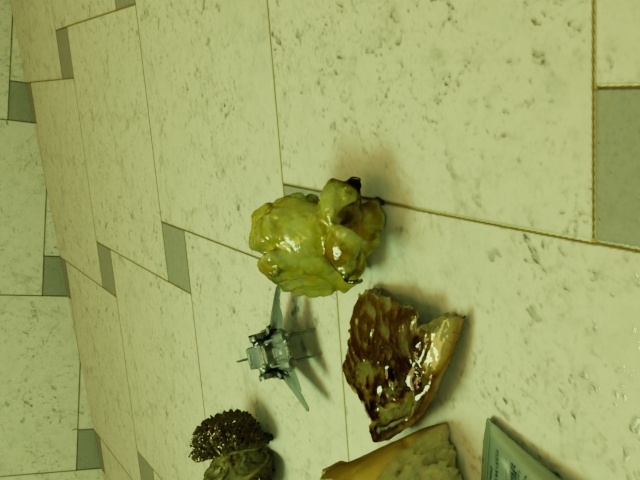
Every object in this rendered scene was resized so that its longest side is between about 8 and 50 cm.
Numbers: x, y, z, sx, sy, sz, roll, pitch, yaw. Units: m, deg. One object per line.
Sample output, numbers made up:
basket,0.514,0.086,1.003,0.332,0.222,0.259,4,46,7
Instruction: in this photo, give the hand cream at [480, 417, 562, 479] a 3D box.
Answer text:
hand cream,0.270,0.317,0.838,0.340,0.077,0.124,-143,48,-61

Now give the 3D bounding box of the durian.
durian,-0.175,0.417,1.556,0.196,0.166,0.196,179,90,-77

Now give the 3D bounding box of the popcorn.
popcorn,0.005,0.007,1.106,0.195,0.174,0.168,-13,128,37

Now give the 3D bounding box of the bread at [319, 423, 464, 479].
bread,0.068,0.376,1.049,0.224,0.211,0.184,-40,72,52

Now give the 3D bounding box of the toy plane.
toy plane,-0.097,0.199,1.405,0.267,0.088,0.212,-25,78,60

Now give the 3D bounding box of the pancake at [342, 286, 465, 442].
pancake,0.103,0.176,1.074,0.257,0.056,0.212,-168,79,-67
